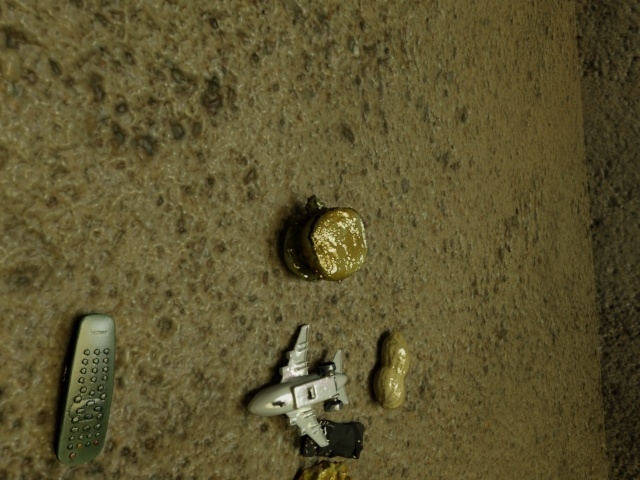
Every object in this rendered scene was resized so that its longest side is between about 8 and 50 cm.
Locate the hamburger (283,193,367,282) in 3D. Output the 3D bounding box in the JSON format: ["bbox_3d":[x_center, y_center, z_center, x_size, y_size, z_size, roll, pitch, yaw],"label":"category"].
[{"bbox_3d":[0.000,0.000,1.120,0.159,0.131,0.185,-13,95,-36],"label":"hamburger"}]

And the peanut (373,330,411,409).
[{"bbox_3d":[0.173,0.311,1.350,0.082,0.082,0.187,27,73,-43],"label":"peanut"}]

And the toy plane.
[{"bbox_3d":[-0.032,0.299,1.120,0.255,0.101,0.251,-5,85,-45],"label":"toy plane"}]

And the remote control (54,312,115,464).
[{"bbox_3d":[-0.346,0.218,0.832,0.072,0.042,0.222,8,88,-46],"label":"remote control"}]

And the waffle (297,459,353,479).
[{"bbox_3d":[-0.026,0.607,1.175,0.309,0.065,0.283,-4,97,-48],"label":"waffle"}]

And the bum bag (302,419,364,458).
[{"bbox_3d":[0.040,0.443,1.241,0.197,0.049,0.087,24,81,-45],"label":"bum bag"}]
